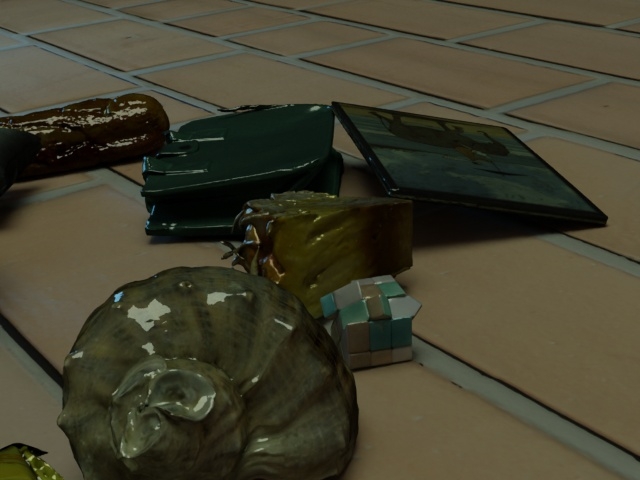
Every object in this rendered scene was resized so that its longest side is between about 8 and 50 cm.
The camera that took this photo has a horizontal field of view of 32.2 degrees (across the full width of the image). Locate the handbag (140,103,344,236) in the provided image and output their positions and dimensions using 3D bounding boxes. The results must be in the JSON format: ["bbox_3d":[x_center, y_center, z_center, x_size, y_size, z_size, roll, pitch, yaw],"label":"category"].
[{"bbox_3d":[-0.093,-0.097,1.413,0.239,0.089,0.326,-4,21,4],"label":"handbag"}]

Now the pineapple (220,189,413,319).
[{"bbox_3d":[0.000,0.000,1.122,0.186,0.114,0.236,1,19,12],"label":"pineapple"}]

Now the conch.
[{"bbox_3d":[-0.080,0.091,0.841,0.210,0.159,0.291,-3,20,7],"label":"conch"}]

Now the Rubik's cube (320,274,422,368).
[{"bbox_3d":[0.043,0.066,0.996,0.075,0.073,0.084,-16,27,-29],"label":"Rubik's cube"}]

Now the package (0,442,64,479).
[{"bbox_3d":[-0.245,0.199,0.693,0.226,0.090,0.168,-17,22,-36],"label":"package"}]

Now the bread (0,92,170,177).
[{"bbox_3d":[-0.384,-0.148,1.591,0.344,0.084,0.124,-12,23,-18],"label":"bread"}]

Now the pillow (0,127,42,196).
[{"bbox_3d":[-0.500,-0.086,1.427,0.250,0.106,0.186,-7,21,5],"label":"pillow"}]

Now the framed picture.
[{"bbox_3d":[0.169,-0.102,1.369,0.265,0.016,0.347,7,22,-14],"label":"framed picture"}]
